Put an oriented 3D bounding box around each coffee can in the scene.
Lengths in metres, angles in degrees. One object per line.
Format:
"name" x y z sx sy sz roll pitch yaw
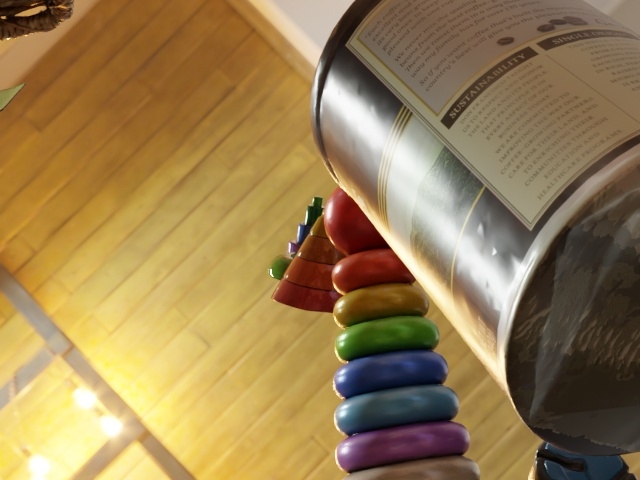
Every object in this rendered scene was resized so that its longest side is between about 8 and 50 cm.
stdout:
"coffee can" 0.134 -0.039 0.624 0.201 0.201 0.275 -45 37 8

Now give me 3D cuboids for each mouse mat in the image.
"mouse mat" -0.625 -0.229 1.856 0.190 0.007 0.152 -15 26 12

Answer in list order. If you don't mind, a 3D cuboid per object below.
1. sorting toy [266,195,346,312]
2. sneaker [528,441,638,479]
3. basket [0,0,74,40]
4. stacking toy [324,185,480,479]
"sorting toy" 0.000 0.000 1.375 0.365 0.127 0.126 -111 29 -80
"sneaker" 0.282 0.347 0.952 0.341 0.125 0.139 -106 18 -46
"basket" -0.346 -0.240 0.778 0.299 0.223 0.213 -11 15 -13
"stacking toy" 0.061 0.095 1.045 0.141 0.330 0.141 -9 -16 -3
